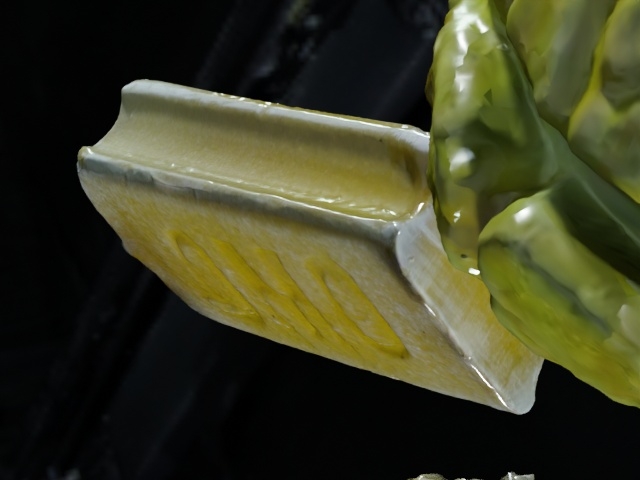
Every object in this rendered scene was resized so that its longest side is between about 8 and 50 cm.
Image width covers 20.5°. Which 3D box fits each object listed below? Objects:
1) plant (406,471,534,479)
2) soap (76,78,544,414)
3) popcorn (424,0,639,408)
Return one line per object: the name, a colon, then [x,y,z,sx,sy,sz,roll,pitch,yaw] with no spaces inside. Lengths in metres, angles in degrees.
plant: [0.077,0.176,0.857,0.122,0.116,0.104,-103,-152,-48]
soap: [0.000,0.000,1.029,0.274,0.089,0.173,13,-29,45]
popcorn: [0.179,-0.053,0.694,0.247,0.282,0.282,-135,-135,-59]
